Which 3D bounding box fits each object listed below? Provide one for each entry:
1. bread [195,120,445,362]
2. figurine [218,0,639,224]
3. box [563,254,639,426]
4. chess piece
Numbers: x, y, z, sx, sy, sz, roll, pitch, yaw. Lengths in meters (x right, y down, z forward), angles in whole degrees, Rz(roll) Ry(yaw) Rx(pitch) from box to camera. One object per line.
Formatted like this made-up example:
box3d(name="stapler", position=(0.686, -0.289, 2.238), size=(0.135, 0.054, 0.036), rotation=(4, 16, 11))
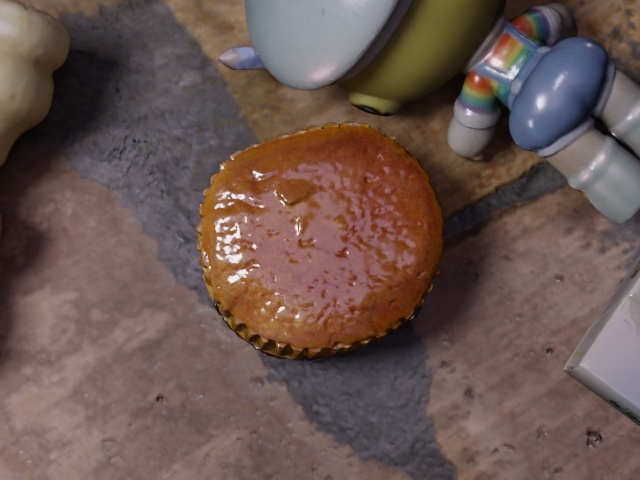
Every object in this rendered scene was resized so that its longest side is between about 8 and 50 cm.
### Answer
box3d(name="bread", position=(0.000, -0.001, 0.955), size=(0.199, 0.104, 0.199), rotation=(0, 83, -4))
box3d(name="figurine", position=(0.124, -0.176, 0.941), size=(0.381, 0.205, 0.225), rotation=(22, 93, 0))
box3d(name="box", position=(0.327, 0.051, 0.980), size=(0.155, 0.067, 0.243), rotation=(35, 81, 4))
box3d(name="chess piece", position=(-0.303, -0.039, 0.934), size=(0.167, 0.167, 0.300), rotation=(12, 87, -1))
